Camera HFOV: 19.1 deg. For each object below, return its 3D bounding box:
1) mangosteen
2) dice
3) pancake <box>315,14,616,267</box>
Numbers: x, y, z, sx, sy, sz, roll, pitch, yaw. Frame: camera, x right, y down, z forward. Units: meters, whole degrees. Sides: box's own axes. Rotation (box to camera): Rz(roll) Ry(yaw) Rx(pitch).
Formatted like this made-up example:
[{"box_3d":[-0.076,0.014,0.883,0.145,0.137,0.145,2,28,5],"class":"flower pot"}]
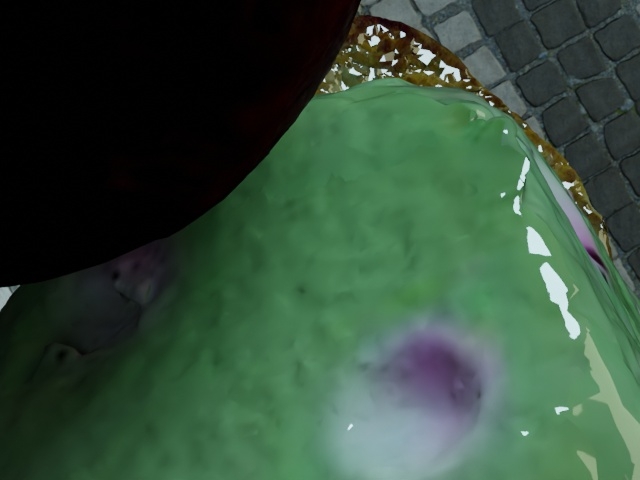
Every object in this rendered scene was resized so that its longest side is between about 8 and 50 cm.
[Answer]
[{"box_3d":[-0.178,-0.169,0.758,0.421,0.381,0.381,-2,59,-47],"class":"mangosteen"},{"box_3d":[0.029,0.137,0.932,0.322,0.318,0.330,49,16,-47],"class":"dice"},{"box_3d":[0.025,0.004,1.311,0.356,0.356,0.065,63,-19,17],"class":"pancake"}]
